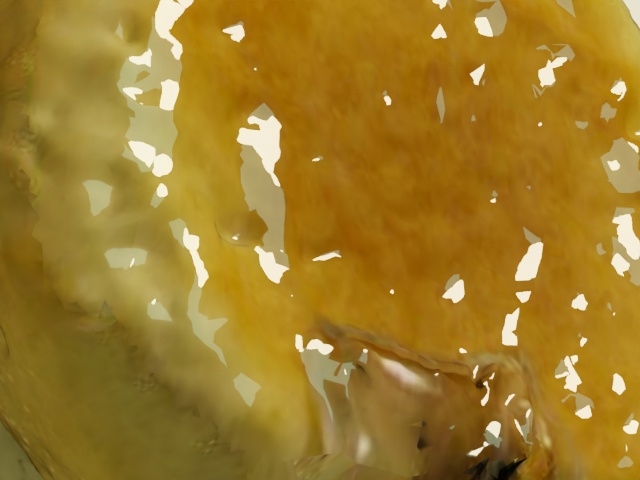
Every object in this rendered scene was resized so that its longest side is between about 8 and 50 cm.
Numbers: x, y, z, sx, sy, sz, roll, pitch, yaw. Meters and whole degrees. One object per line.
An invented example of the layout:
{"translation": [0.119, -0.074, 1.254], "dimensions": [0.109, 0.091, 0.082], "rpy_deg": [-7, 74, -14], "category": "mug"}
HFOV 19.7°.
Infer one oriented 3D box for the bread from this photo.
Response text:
{"translation": [0.000, 0.000, 0.529], "dimensions": [0.244, 0.134, 0.244], "rpy_deg": [10, 74, -38], "category": "bread"}
